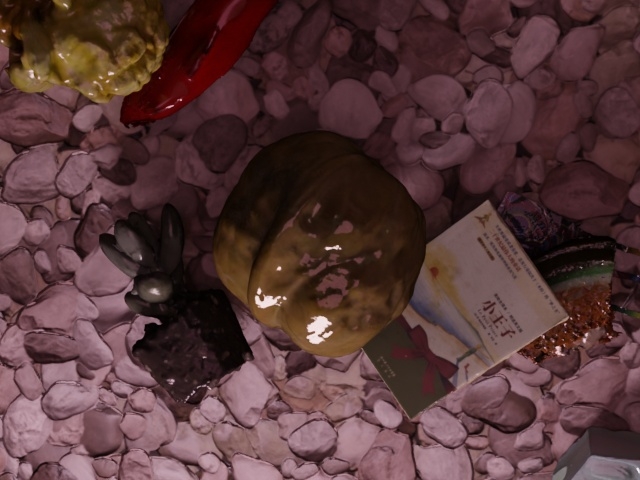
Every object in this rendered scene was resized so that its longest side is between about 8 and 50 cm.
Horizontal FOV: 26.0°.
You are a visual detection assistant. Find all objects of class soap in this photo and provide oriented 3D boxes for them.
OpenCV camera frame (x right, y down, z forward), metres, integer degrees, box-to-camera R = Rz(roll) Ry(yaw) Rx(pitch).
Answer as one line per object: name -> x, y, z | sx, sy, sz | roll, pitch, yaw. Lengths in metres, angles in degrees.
soap -> 0.405, 0.389, 1.999 | 0.145, 0.091, 0.230 | 7, 102, 2

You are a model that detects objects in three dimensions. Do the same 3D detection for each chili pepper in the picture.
chili pepper -> -0.144, -0.296, 1.903 | 0.110, 0.110, 0.387 | 39, 103, -4

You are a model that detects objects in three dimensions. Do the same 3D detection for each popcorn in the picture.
popcorn -> -0.315, -0.296, 1.853 | 0.256, 0.255, 0.195 | 43, 145, 22

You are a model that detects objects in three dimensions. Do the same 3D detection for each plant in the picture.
plant -> -0.214, 0.088, 1.952 | 0.146, 0.149, 0.274 | -25, 95, 7

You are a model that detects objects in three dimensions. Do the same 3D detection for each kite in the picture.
kite -> 0.369, 0.038, 1.977 | 0.285, 0.015, 0.152 | 18, 104, 3

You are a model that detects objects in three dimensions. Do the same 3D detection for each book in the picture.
book -> 0.180, 0.101, 1.937 | 0.289, 0.026, 0.201 | -38, 79, 24

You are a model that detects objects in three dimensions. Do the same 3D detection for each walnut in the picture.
walnut -> 0.002, 0.001, 1.868 | 0.282, 0.253, 0.277 | 29, 101, -2

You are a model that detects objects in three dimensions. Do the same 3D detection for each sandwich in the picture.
sandwich -> 0.321, 0.096, 1.945 | 0.235, 0.079, 0.159 | -19, 102, 12
